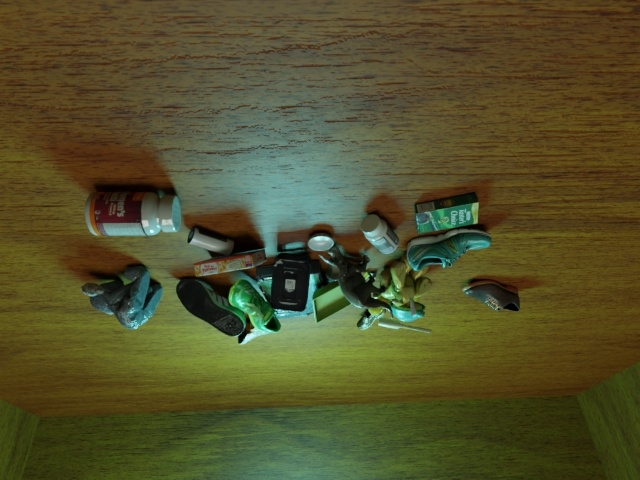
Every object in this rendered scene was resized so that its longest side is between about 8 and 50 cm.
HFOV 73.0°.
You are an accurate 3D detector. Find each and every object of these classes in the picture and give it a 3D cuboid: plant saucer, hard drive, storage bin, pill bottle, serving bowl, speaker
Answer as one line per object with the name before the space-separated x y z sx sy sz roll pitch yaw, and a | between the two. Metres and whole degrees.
plant saucer | 0.047 0.209 1.611 0.188 0.045 0.188 -26 145 -16
hard drive | -0.092 0.196 1.657 0.237 0.064 0.338 -8 146 6
storage bin | -0.099 0.140 1.461 0.122 0.084 0.179 6 103 2
pill bottle | -0.505 -0.073 1.180 0.222 0.121 0.121 -1 145 -4
serving bowl | 0.000 0.000 1.410 0.084 0.027 0.083 -2 145 -2
speaker | -0.345 0.005 1.365 0.136 0.055 0.055 21 139 -31
pill bottle | 0.184 -0.021 1.351 0.078 0.078 0.137 -21 141 24

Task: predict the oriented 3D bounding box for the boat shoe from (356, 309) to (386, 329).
boat shoe | 0.209 0.327 1.879 0.060 0.064 0.178 22 132 -24

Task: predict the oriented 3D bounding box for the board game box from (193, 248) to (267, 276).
board game box | -0.289 0.072 1.406 0.194 0.045 0.147 -10 -177 9

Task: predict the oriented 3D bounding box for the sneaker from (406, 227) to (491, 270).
sneaker | 0.426 0.038 1.428 0.276 0.109 0.107 -15 144 15

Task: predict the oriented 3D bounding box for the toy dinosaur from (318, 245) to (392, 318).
toy dinosaur | 0.124 0.153 1.482 0.160 0.313 0.121 -31 179 -25

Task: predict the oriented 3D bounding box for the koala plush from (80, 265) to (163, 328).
koala plush | -0.718 0.206 1.531 0.222 0.203 0.196 5 146 9

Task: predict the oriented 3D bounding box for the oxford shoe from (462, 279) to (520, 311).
oxford shoe | 0.695 0.227 1.734 0.272 0.098 0.096 10 143 -19

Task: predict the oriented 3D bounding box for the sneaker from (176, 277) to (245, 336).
sneaker | -0.403 0.241 1.655 0.296 0.123 0.178 39 180 -2

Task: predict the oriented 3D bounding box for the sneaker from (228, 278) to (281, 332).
sneaker | -0.229 0.243 1.592 0.124 0.109 0.295 10 147 36

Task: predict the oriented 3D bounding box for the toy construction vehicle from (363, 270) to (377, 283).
toy construction vehicle | 0.155 0.148 1.631 0.099 0.035 0.085 7 144 -15

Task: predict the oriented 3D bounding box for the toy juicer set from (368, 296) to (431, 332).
toy juicer set | 0.286 0.250 1.619 0.210 0.089 0.329 3 -170 4

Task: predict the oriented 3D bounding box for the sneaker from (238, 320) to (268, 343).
sneaker | -0.275 0.394 1.906 0.121 0.099 0.262 15 143 -31

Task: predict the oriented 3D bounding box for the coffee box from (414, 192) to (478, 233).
coffee box | 0.382 -0.080 1.312 0.185 0.040 0.113 -10 145 10

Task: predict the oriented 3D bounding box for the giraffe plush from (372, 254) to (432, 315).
giraffe plush | 0.281 0.157 1.566 0.182 0.210 0.171 10 173 -27
